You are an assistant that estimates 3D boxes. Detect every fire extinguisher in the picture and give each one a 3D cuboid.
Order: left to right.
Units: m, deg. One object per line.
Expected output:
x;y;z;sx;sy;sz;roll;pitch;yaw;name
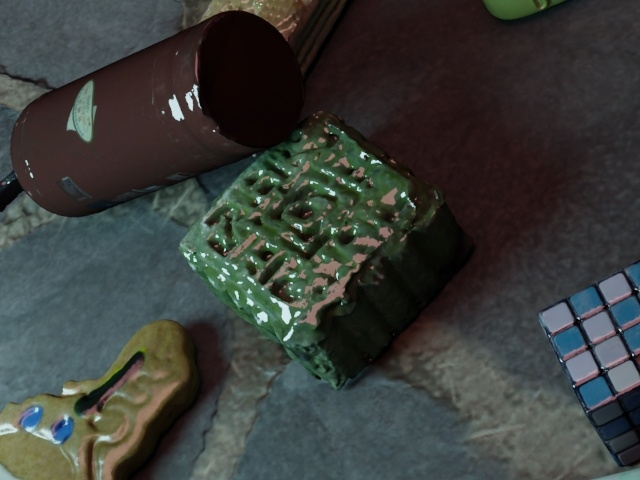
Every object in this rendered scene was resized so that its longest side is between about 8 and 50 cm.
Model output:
-0.170;-0.086;1.481;0.337;0.114;0.135;-17;24;46;fire extinguisher

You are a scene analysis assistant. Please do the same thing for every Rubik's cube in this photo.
0.217;0.083;1.219;0.092;0.092;0.092;-28;51;8;Rubik's cube

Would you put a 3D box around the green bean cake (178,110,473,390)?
0.000;0.000;1.388;0.173;0.094;0.181;-44;51;-7;green bean cake

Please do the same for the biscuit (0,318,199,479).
-0.220;0.187;1.411;0.320;0.047;0.183;-40;52;-3;biscuit

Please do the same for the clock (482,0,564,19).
0.191;-0.306;1.513;0.170;0.069;0.232;-23;50;13;clock

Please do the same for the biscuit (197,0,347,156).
-0.049;-0.187;1.561;0.108;0.062;0.239;15;67;34;biscuit

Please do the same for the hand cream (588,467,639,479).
0.179;0.194;1.202;0.174;0.047;0.076;-22;52;24;hand cream
